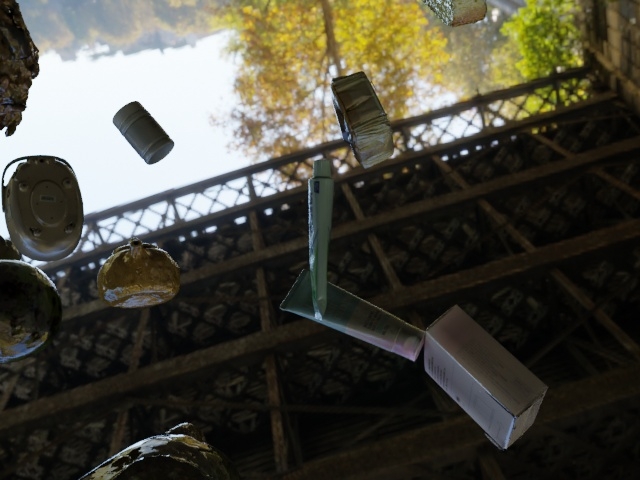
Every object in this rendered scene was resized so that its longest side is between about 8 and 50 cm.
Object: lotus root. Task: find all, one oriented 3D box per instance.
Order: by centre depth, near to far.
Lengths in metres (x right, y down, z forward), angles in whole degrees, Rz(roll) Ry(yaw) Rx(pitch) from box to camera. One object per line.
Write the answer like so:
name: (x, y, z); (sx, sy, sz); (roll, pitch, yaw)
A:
lotus root: (-0.220, 0.328, 0.825); (0.267, 0.260, 0.149); (-12, -122, -16)

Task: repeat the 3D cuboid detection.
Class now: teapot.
teapot: (-0.467, 0.076, 1.726); (0.203, 0.167, 0.311); (-6, 162, -17)

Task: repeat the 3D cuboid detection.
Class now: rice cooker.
rice cooker: (-0.518, -0.064, 1.269); (0.145, 0.206, 0.127); (-7, 178, -30)

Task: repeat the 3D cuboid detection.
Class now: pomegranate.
pomegranate: (-0.692, 0.137, 1.494); (0.242, 0.242, 0.306); (-20, -153, -9)

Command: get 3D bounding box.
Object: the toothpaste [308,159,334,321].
toothpaste: (0.000, 0.000, 1.250); (0.048, 0.297, 0.075); (1, 180, -11)

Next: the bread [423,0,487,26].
bread: (0.190, -0.391, 1.014); (0.065, 0.103, 0.187); (-27, -126, -2)

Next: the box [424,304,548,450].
box: (0.332, 0.287, 1.402); (0.106, 0.203, 0.251); (-38, -122, -15)

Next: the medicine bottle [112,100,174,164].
medicine bottle: (-0.284, -0.173, 1.085); (0.058, 0.091, 0.058); (-41, 176, -3)

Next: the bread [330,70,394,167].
bread: (0.098, -0.295, 1.664); (0.109, 0.192, 0.210); (-22, 166, 2)

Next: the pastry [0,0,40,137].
pastry: (-0.460, -0.195, 0.778); (0.274, 0.275, 0.193); (-20, -138, -9)

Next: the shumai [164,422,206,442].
shumai: (-0.295, 0.499, 1.448); (0.161, 0.209, 0.153); (-22, -123, -34)

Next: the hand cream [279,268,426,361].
hand cream: (0.073, 0.158, 1.446); (0.312, 0.070, 0.111); (23, -117, 15)
